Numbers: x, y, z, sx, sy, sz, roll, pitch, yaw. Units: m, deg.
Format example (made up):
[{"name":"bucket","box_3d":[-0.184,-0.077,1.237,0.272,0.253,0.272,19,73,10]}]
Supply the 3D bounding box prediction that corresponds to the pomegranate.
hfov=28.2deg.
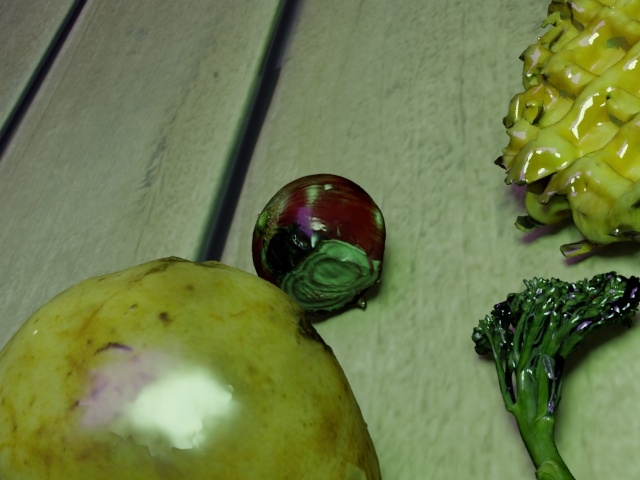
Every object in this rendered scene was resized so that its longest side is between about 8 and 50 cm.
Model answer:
[{"name":"pomegranate","box_3d":[-0.088,0.137,0.791,0.260,0.260,0.260,-23,34,17]}]

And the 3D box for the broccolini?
[{"name":"broccolini","box_3d":[0.177,0.096,0.788,0.123,0.062,0.271,-44,25,12]}]

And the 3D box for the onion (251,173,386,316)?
[{"name":"onion","box_3d":[0.000,0.000,1.029,0.117,0.118,0.119,-34,29,29]}]

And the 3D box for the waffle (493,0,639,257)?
[{"name":"waffle","box_3d":[0.315,-0.145,0.957,0.379,0.095,0.382,-9,43,35]}]
